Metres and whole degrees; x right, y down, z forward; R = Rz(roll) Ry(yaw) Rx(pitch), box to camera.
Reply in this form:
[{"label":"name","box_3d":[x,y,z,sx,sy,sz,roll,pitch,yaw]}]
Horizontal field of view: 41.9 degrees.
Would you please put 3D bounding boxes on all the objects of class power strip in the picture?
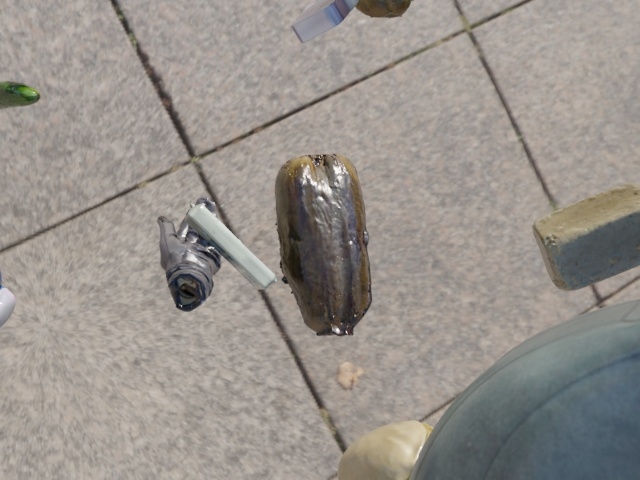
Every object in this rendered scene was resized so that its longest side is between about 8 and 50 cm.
[{"label":"power strip","box_3d":[-0.149,0.011,1.379,0.192,0.081,0.035,44,79,-8]}]

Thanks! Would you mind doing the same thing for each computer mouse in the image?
[{"label":"computer mouse","box_3d":[0.205,0.086,0.461,0.371,0.188,0.122,-21,80,20]}]

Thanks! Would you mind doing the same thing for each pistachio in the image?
[{"label":"pistachio","box_3d":[0.097,0.309,1.156,0.117,0.200,0.145,28,53,-6]}]

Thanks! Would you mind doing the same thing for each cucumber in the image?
[{"label":"cucumber","box_3d":[-0.619,-0.276,1.599,0.056,0.250,0.056,-1,91,-51]}]

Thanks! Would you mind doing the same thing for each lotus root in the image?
[{"label":"lotus root","box_3d":[0.000,0.001,1.413,0.167,0.078,0.329,-12,75,7]}]

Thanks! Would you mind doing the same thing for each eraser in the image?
[{"label":"eraser","box_3d":[0.011,-0.272,0.978,0.026,0.065,0.105,57,37,-23]}]

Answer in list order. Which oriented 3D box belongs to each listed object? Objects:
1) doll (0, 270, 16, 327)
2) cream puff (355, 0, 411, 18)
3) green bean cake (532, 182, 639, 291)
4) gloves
[{"label":"doll","box_3d":[-0.684,0.111,1.358,0.310,0.240,0.284,-48,138,-42]},{"label":"cream puff","box_3d":[0.128,-0.510,1.670,0.144,0.103,0.126,1,53,-17]},{"label":"green bean cake","box_3d":[0.429,-0.005,1.288,0.179,0.085,0.109,-22,123,5]},{"label":"gloves","box_3d":[-0.254,0.022,1.602,0.142,0.119,0.285,17,40,-13]}]
